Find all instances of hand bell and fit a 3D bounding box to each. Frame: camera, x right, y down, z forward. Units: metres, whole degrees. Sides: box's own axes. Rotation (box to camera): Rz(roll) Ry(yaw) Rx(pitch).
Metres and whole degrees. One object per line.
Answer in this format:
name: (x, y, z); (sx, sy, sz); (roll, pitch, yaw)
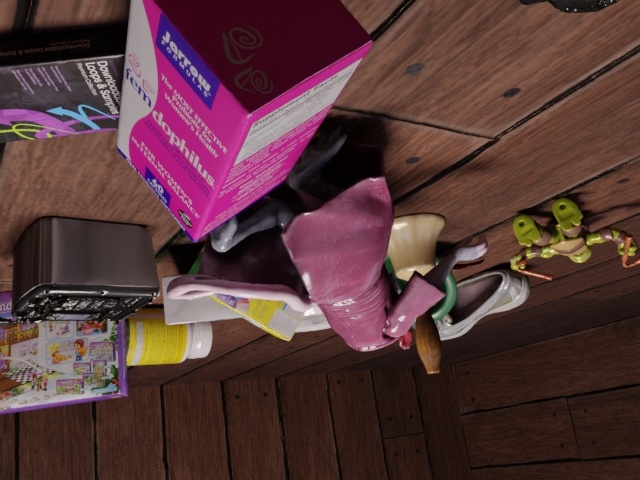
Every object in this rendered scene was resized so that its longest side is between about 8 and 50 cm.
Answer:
hand bell: (0.160, 0.091, 1.025); (0.126, 0.242, 0.126); (-7, 162, -2)

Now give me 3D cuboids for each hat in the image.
hat: (0.195, 0.050, 1.271); (0.173, 0.184, 0.208); (-33, 108, 31)

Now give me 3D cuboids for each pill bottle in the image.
pill bottle: (-0.341, 0.199, 1.336); (0.208, 0.119, 0.119); (4, 158, -33)

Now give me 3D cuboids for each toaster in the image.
toaster: (-0.340, 0.051, 0.893); (0.185, 0.110, 0.168); (5, 157, -37)

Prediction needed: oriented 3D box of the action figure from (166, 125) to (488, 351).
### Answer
action figure: (0.041, 0.052, 0.783); (0.248, 0.276, 0.370); (0, 141, 34)

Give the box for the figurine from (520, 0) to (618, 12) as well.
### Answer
figurine: (0.267, -0.215, 0.413); (0.214, 0.093, 0.209); (-5, 170, -12)

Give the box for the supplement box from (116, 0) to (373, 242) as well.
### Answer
supplement box: (-0.070, -0.103, 0.477); (0.114, 0.111, 0.220); (-38, 176, -29)

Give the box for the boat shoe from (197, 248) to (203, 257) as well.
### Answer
boat shoe: (-0.119, 0.026, 1.016); (0.152, 0.048, 0.056); (-8, 162, -1)

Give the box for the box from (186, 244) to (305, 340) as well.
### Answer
box: (-0.101, 0.061, 0.945); (0.179, 0.105, 0.043); (33, 165, -16)

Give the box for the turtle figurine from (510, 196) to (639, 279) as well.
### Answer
turtle figurine: (0.437, -0.007, 1.103); (0.269, 0.087, 0.217); (-10, 157, 35)

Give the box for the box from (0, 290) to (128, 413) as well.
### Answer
box: (-0.483, 0.184, 1.091); (0.293, 0.201, 0.057); (-7, 162, -3)

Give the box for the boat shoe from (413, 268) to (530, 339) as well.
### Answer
boat shoe: (0.333, 0.148, 1.502); (0.103, 0.118, 0.320); (15, 147, -39)

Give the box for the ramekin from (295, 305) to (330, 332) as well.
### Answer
ramekin: (-0.018, 0.103, 1.201); (0.207, 0.109, 0.207); (-8, 162, -3)

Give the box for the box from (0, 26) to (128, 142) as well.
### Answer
box: (-0.215, -0.126, 0.535); (0.162, 0.029, 0.116); (-9, 163, -4)

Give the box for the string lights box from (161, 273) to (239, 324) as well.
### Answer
string lights box: (-0.180, 0.098, 1.087); (0.133, 0.077, 0.260); (-5, 173, -5)
